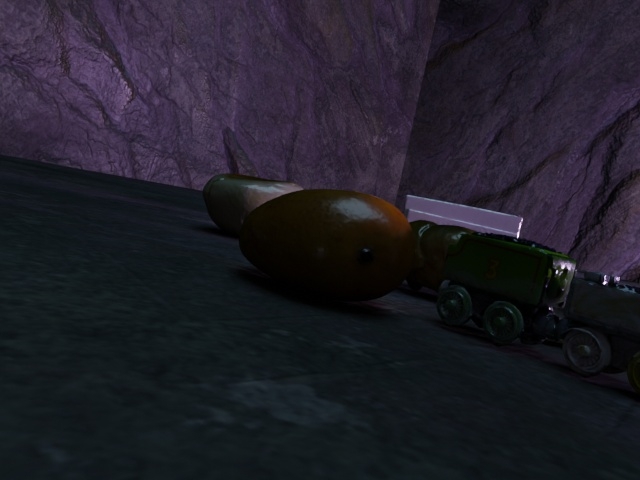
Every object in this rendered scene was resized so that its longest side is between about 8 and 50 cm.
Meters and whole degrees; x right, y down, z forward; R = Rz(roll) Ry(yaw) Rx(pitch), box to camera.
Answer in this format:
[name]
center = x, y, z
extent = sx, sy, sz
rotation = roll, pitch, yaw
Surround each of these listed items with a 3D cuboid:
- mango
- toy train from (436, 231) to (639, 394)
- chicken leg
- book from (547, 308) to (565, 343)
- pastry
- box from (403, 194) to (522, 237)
[mango]
center = -0.002, 0.000, 0.469
extent = 0.164, 0.089, 0.115
rotation = 11, 2, 24
[toy train]
center = 0.173, 0.046, 0.398
extent = 0.060, 0.081, 0.202
rotation = 9, 6, -44
[chicken leg]
center = 0.110, 0.020, 0.624
extent = 0.227, 0.088, 0.103
rotation = 8, 10, 43
[book]
center = 0.331, 0.099, 0.534
extent = 0.282, 0.025, 0.215
rotation = 11, 3, 10
[pastry]
center = -0.092, -0.047, 0.805
extent = 0.156, 0.092, 0.156
rotation = 10, 2, 0
[box]
center = 0.266, -0.009, 1.093
extent = 0.203, 0.116, 0.274
rotation = 13, 4, 13
